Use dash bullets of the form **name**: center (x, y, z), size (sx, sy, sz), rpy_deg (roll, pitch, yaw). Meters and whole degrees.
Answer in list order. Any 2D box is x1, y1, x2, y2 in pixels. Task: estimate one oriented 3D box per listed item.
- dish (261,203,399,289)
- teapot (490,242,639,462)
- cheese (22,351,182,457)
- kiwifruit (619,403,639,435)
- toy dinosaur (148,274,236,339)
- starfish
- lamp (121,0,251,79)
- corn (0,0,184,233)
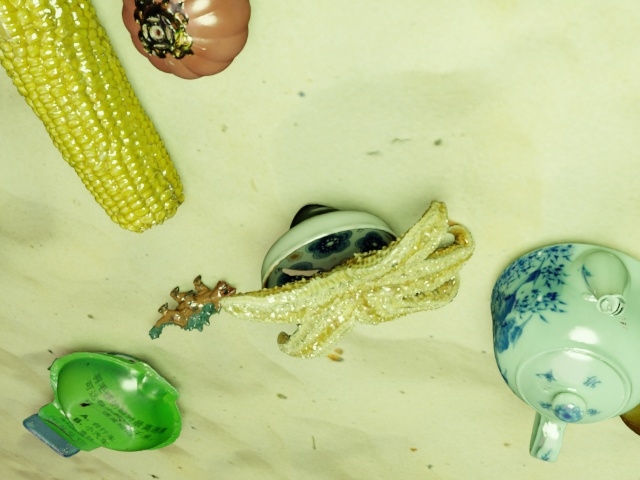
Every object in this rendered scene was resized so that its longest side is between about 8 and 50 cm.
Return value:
- **dish**: center (0.000, 0.000, 0.680), size (0.141, 0.078, 0.141), rpy_deg (-16, 149, -10)
- **teapot**: center (0.220, 0.101, 0.609), size (0.159, 0.159, 0.232), rpy_deg (14, 131, 13)
- **cheese**: center (-0.321, 0.246, 1.008), size (0.320, 0.083, 0.204), rpy_deg (-29, 113, 35)
- **kiwifruit**: center (0.342, 0.154, 0.649), size (0.124, 0.075, 0.075), rpy_deg (-9, 122, 25)
- **toy dinosaur**: center (-0.156, 0.082, 0.827), size (0.154, 0.049, 0.055), rpy_deg (-30, 114, 33)
- **starfish**: center (0.029, 0.049, 0.638), size (0.238, 0.071, 0.216), rpy_deg (0, 137, -20)
- **lamp**: center (-0.108, -0.183, 0.562), size (0.107, 0.092, 0.107), rpy_deg (12, 130, 14)
- **corn**: center (-0.219, -0.126, 0.653), size (0.106, 0.106, 0.293), rpy_deg (-6, 124, 28)
